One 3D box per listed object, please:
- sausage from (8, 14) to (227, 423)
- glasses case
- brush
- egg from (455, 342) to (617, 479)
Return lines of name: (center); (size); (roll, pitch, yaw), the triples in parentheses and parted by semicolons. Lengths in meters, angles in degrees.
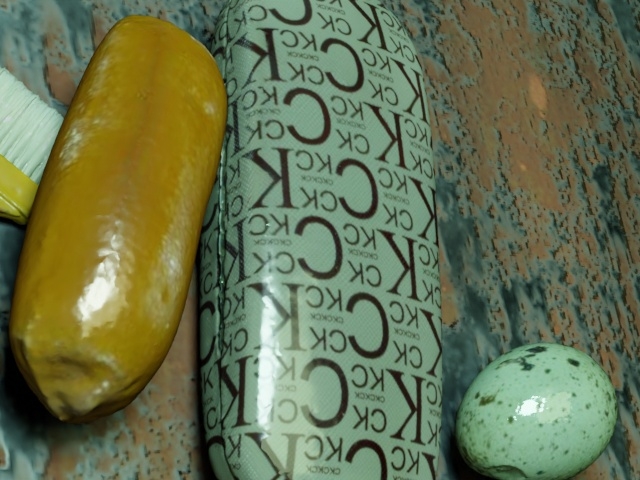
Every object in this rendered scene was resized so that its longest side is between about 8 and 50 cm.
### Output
sausage: (-0.104, -0.015, 0.886); (0.098, 0.098, 0.238); (29, 53, -24)
glasses case: (0.000, 0.000, 0.967); (0.137, 0.085, 0.355); (17, 58, -30)
brush: (-0.217, 0.001, 0.844); (0.103, 0.013, 0.272); (41, 49, -14)
egg: (0.128, 0.107, 1.014); (0.110, 0.085, 0.085); (-28, 86, -36)
